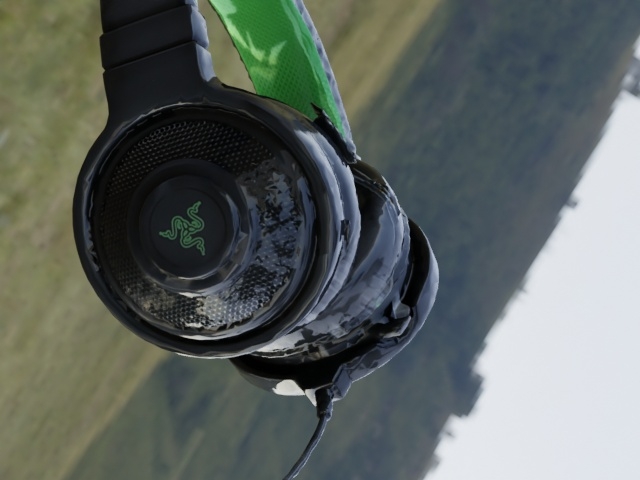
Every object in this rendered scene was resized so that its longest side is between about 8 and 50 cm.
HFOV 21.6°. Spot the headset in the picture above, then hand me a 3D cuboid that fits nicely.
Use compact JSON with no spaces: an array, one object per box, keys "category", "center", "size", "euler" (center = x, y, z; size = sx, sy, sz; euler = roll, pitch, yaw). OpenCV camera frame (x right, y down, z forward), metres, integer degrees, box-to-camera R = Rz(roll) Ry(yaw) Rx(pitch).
[{"category":"headset","center":[0.000,0.000,0.858],"size":[0.243,0.185,0.394],"euler":[34,42,-65]}]
